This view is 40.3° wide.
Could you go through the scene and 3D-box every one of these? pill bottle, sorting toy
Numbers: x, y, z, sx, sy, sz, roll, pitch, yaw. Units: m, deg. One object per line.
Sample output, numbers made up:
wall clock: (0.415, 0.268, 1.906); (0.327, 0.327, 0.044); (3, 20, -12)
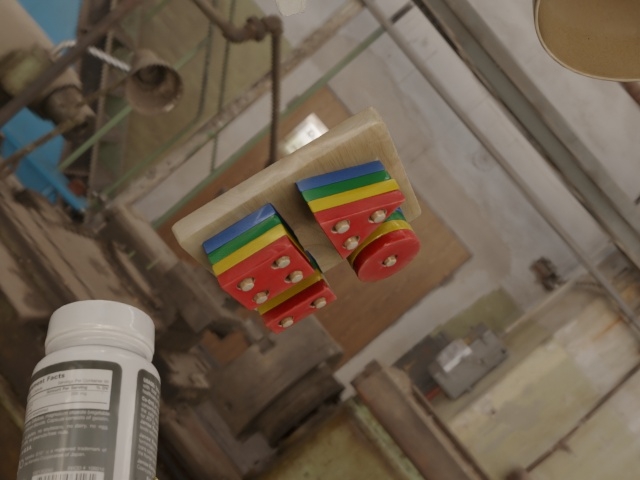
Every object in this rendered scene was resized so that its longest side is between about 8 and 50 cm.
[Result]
pill bottle: (-0.279, 0.229, 1.067); (0.161, 0.161, 0.283); (46, 33, -49)
sorting toy: (0.000, 0.000, 1.023); (0.089, 0.256, 0.257); (61, 3, 27)

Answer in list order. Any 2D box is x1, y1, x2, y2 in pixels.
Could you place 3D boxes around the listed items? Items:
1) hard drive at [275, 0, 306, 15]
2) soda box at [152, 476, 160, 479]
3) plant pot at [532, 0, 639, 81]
hard drive: (-0.062, -0.431, 1.140); (0.307, 0.040, 0.203); (-98, 177, -62)
soda box: (-0.125, 0.325, 0.866); (0.181, 0.058, 0.061); (43, -16, 22)
plant pot: (0.358, -0.331, 0.926); (0.284, 0.284, 0.190); (45, 37, -54)
